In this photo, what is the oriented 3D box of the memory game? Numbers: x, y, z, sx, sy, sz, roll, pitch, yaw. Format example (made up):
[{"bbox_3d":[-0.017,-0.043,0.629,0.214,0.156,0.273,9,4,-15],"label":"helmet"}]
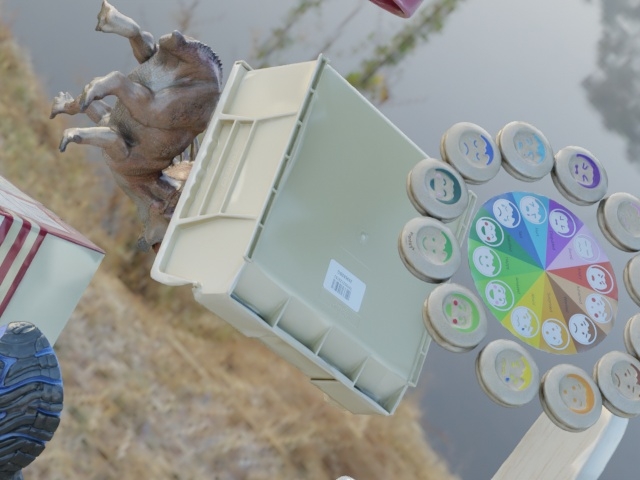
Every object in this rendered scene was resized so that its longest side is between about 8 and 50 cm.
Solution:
[{"bbox_3d":[0.123,0.015,0.856,0.186,0.012,0.186,15,57,-24],"label":"memory game"}]

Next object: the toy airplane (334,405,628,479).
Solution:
[{"bbox_3d":[0.084,0.329,1.151,0.272,0.386,0.384,35,37,-15],"label":"toy airplane"}]

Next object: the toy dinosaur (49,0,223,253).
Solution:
[{"bbox_3d":[-0.155,-0.126,1.605,0.200,0.295,0.127,16,46,-20],"label":"toy dinosaur"}]

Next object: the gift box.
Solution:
[{"bbox_3d":[-0.379,0.058,1.516,0.255,0.258,0.276,34,4,42],"label":"gift box"}]

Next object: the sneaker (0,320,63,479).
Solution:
[{"bbox_3d":[-0.257,0.146,1.216,0.083,0.221,0.087,5,35,-29],"label":"sneaker"}]

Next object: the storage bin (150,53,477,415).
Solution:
[{"bbox_3d":[0.000,0.000,1.526,0.262,0.123,0.260,39,60,-38],"label":"storage bin"}]

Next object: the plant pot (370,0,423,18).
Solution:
[{"bbox_3d":[0.046,-0.323,1.383,0.201,0.180,0.201,34,3,-2],"label":"plant pot"}]
